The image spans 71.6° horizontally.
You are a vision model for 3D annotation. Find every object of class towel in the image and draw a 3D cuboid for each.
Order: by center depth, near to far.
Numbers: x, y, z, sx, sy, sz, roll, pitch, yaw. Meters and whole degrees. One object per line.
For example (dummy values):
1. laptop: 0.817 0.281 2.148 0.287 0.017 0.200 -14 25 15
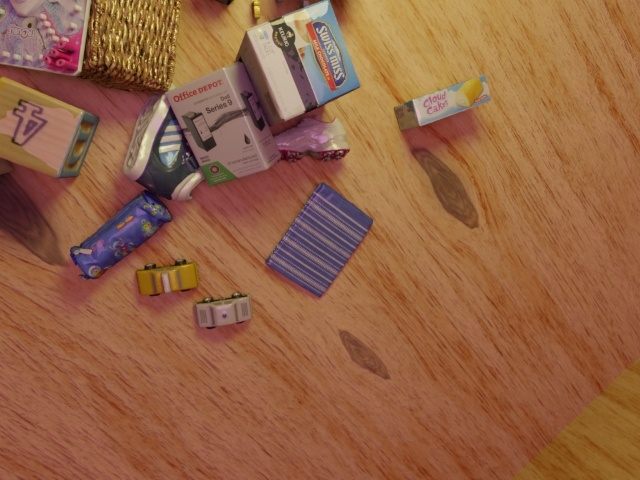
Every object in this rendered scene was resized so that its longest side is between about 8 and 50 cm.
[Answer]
1. towel: 0.000 0.000 1.509 0.243 0.040 0.335 34 93 -19

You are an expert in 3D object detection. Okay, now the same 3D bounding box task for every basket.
1. basket: -0.534 -0.562 1.199 0.223 0.214 0.298 2 95 -48

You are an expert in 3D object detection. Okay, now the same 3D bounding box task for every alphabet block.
1. alphabet block: -0.741 -0.291 1.183 0.197 0.192 0.193 22 92 -16

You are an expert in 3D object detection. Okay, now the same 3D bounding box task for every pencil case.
1. pencil case: -0.589 -0.017 1.303 0.306 0.133 0.119 -40 74 -5

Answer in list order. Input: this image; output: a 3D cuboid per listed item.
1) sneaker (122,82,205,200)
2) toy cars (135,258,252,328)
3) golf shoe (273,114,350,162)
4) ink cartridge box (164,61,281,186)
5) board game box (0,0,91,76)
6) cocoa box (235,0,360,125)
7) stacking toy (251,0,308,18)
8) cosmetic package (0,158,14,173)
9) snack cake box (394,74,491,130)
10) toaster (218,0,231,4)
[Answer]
1. sneaker: -0.422 -0.276 1.320 0.236 0.130 0.322 28 69 -42
2. toy cars: -0.394 0.180 1.410 0.394 0.087 0.176 34 91 -17
3. golf shoe: -0.062 -0.322 1.404 0.307 0.115 0.140 -4 85 -15
4. ink cartridge box: -0.273 -0.326 1.262 0.211 0.121 0.288 -13 114 24
5. board game box: -0.738 -0.631 1.092 0.391 0.050 0.389 14 97 15
6. cocoa box: -0.077 -0.469 1.234 0.228 0.347 0.231 -26 106 -9
7. stacking toy: -0.120 -0.768 1.290 0.167 0.052 0.221 -8 122 -13
8. cosmetic package: -1.046 -0.204 1.139 0.366 0.155 0.196 -20 105 -11
9. snack cake box: 0.397 -0.450 1.461 0.265 0.152 0.089 -22 104 -10
10. toaster: -0.267 -0.767 1.218 0.110 0.186 0.167 11 98 -20
